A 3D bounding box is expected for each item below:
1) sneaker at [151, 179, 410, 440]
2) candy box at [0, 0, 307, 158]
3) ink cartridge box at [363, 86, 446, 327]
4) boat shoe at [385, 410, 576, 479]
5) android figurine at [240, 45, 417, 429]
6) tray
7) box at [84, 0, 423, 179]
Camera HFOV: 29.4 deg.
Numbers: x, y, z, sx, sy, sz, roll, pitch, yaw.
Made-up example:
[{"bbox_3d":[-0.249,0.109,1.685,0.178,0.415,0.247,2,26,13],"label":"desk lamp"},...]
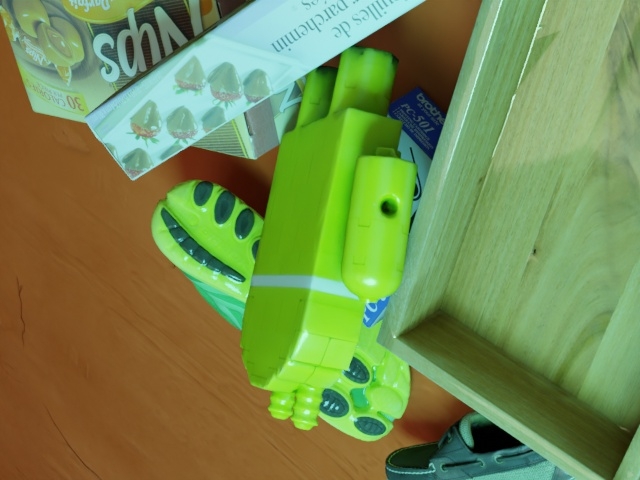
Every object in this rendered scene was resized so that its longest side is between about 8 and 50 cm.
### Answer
[{"bbox_3d":[-0.028,0.057,1.122,0.295,0.109,0.123,46,176,0],"label":"sneaker"},{"bbox_3d":[-0.155,-0.189,1.053,0.316,0.087,0.183,14,129,41],"label":"candy box"},{"bbox_3d":[0.058,-0.021,0.985,0.097,0.046,0.207,48,144,11],"label":"ink cartridge box"},{"bbox_3d":[0.140,0.178,1.034,0.223,0.080,0.073,-10,106,46],"label":"boat shoe"},{"bbox_3d":[0.000,0.000,0.897,0.248,0.056,0.272,170,111,-71],"label":"android figurine"},{"bbox_3d":[0.180,-0.056,0.729,0.203,0.076,0.411,33,126,27],"label":"tray"},{"bbox_3d":[-0.033,-0.145,0.870,0.324,0.067,0.063,-27,107,33],"label":"box"}]
